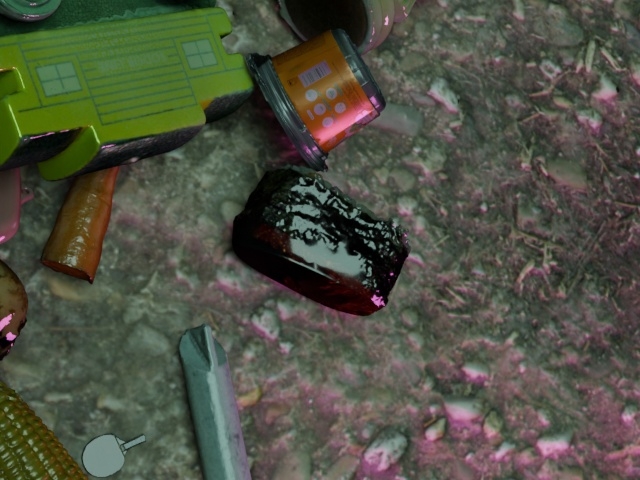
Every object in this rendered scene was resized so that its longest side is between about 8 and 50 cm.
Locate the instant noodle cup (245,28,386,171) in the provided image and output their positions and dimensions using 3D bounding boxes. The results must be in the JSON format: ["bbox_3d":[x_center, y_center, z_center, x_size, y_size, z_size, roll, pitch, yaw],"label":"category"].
[{"bbox_3d":[0.005,-0.195,1.626,0.125,0.208,0.178,-30,60,8],"label":"instant noodle cup"}]

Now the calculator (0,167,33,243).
[{"bbox_3d":[-0.494,-0.076,1.431,0.329,0.048,0.220,6,40,-20],"label":"calculator"}]

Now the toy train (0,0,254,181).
[{"bbox_3d":[-0.270,-0.220,1.496,0.442,0.179,0.272,-20,89,-46],"label":"toy train"}]

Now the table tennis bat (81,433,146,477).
[{"bbox_3d":[-0.255,0.261,1.549,0.083,0.007,0.050,-22,89,-22],"label":"table tennis bat"}]

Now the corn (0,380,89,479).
[{"bbox_3d":[-0.318,0.318,1.445,0.131,0.131,0.344,-36,91,-24],"label":"corn"}]

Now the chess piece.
[{"bbox_3d":[0.090,-0.389,1.747,0.298,0.176,0.176,-41,97,-37],"label":"chess piece"}]

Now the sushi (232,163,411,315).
[{"bbox_3d":[0.000,0.000,1.634,0.225,0.136,0.126,27,69,-9],"label":"sushi"}]

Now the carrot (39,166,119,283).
[{"bbox_3d":[-0.287,-0.049,1.566,0.072,0.072,0.205,23,66,-17],"label":"carrot"}]

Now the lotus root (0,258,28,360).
[{"bbox_3d":[-0.437,0.055,1.447,0.214,0.138,0.138,39,68,-7],"label":"lotus root"}]

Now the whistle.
[{"bbox_3d":[-0.125,0.260,1.574,0.062,0.062,0.312,-9,84,-24],"label":"whistle"}]
